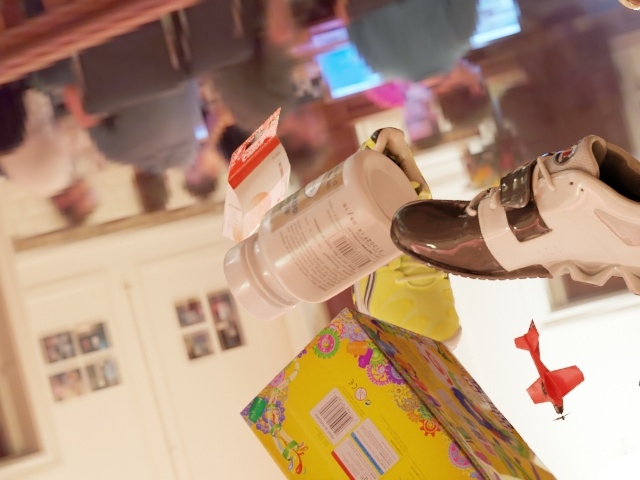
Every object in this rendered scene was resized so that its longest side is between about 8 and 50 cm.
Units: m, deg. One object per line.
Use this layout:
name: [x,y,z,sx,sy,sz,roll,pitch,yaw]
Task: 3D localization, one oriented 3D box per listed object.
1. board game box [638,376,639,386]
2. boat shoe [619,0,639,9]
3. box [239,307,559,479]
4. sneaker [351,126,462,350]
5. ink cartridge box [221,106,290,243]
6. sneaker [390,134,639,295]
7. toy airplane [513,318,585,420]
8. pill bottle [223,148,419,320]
board game box: [0.574,0.118,2.050,0.347,0.233,0.078,19,173,-42]
boat shoe: [0.540,-0.444,2.094,0.342,0.123,0.123,-36,-174,-1]
box: [0.112,0.254,1.716,0.177,0.290,0.279,-45,152,12]
sneaker: [0.112,0.000,2.280,0.145,0.385,0.147,-8,145,-17]
ink cartridge box: [-0.094,-0.101,2.437,0.145,0.045,0.179,-48,161,-41]
sneaker: [0.226,-0.040,1.494,0.330,0.146,0.122,3,-150,19]
toy airplane: [0.315,0.182,2.171,0.028,0.151,0.151,-13,178,-26]
pill bottle: [0.000,0.000,1.842,0.229,0.131,0.131,-32,171,28]
